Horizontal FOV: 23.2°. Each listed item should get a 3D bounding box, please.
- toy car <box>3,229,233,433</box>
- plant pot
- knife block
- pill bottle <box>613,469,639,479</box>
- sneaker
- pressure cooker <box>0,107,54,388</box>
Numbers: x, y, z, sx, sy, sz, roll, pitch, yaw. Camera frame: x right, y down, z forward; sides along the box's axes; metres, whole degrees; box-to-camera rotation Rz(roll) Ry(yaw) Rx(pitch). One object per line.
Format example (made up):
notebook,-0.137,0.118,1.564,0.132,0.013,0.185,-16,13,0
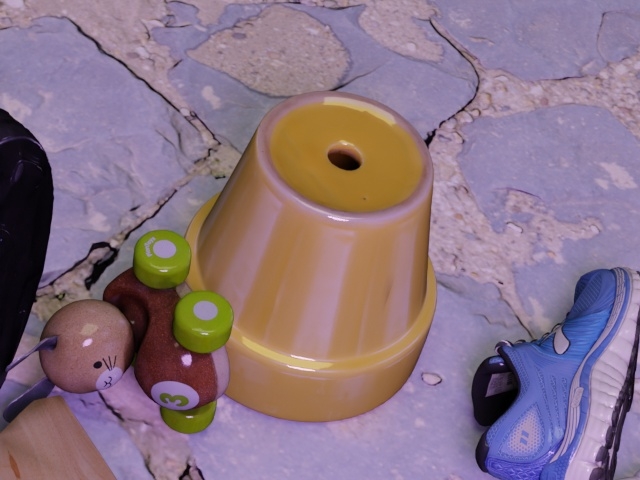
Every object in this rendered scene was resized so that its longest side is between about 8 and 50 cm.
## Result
toy car,-0.188,0.104,1.366,0.188,0.155,0.149,-20,57,-27
plant pot,0.000,0.000,1.452,0.254,0.239,0.254,8,47,-9
knife block,-0.174,0.240,1.202,0.242,0.088,0.276,9,27,17
pill bottle,0.333,0.242,1.434,0.137,0.078,0.078,-7,51,-20
sneaker,0.223,0.118,1.473,0.147,0.130,0.330,9,30,16
pressure cooker,-0.463,0.000,1.222,0.420,0.376,0.370,20,7,7
